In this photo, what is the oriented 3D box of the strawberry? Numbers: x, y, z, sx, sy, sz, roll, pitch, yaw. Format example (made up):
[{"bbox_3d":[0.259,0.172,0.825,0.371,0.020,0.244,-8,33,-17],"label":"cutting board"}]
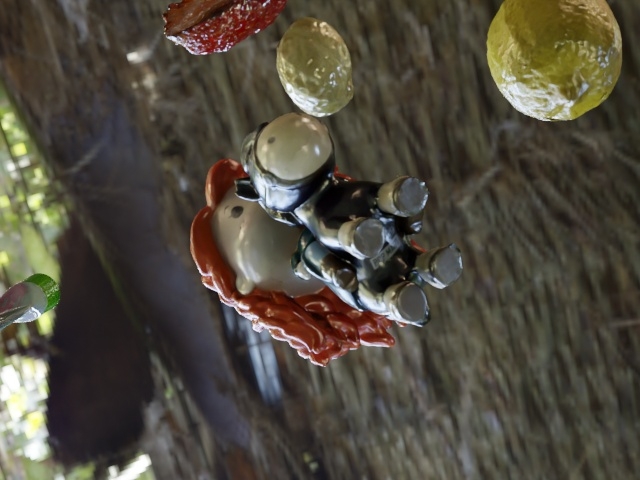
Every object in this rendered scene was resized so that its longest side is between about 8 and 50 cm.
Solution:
[{"bbox_3d":[-0.106,-0.265,1.483,0.147,0.082,0.187,-5,-149,45],"label":"strawberry"}]

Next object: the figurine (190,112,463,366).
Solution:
[{"bbox_3d":[-0.002,-0.005,1.487,0.241,0.306,0.412,-59,-178,-16],"label":"figurine"}]

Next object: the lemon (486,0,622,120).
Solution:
[{"bbox_3d":[0.335,-0.275,1.840,0.192,0.192,0.231,-12,-128,4],"label":"lemon"}]

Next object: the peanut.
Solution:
[{"bbox_3d":[-0.004,-0.272,2.040,0.109,0.159,0.140,9,-116,40],"label":"peanut"}]

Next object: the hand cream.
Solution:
[{"bbox_3d":[-0.382,0.099,1.456,0.079,0.050,0.275,-47,179,24],"label":"hand cream"}]
